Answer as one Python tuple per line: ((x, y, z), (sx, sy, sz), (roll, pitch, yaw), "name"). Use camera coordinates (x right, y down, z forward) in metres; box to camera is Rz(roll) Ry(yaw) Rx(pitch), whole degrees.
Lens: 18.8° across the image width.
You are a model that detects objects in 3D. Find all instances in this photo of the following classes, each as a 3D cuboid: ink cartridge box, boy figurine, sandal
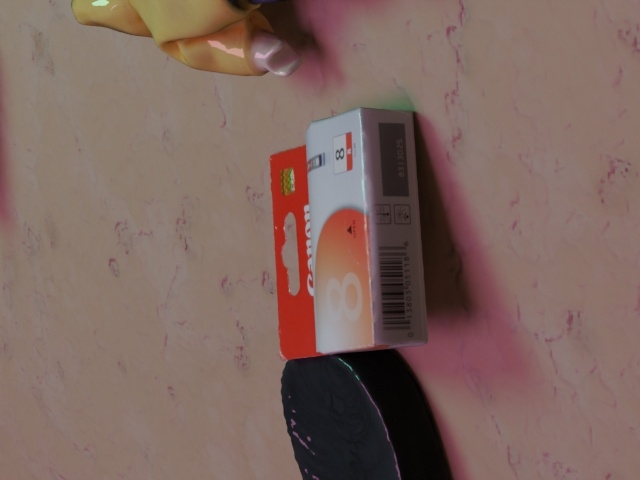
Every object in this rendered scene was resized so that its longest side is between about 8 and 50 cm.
((0.000, 0.000, 1.216), (0.179, 0.045, 0.145), (-12, 80, 57), "ink cartridge box")
((-0.073, -0.176, 1.215), (0.177, 0.092, 0.285), (57, 153, -8), "boy figurine")
((0.049, 0.288, 1.282), (0.167, 0.107, 0.446), (-23, 87, 59), "sandal")
